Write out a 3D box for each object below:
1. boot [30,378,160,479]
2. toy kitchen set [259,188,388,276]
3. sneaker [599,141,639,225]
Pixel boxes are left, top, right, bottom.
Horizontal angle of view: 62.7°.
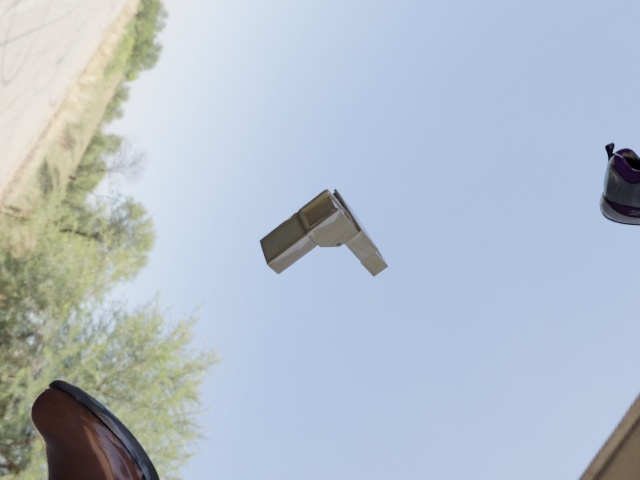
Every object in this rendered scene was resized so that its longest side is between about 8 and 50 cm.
[{"bbox_3d":[-0.245,0.276,0.374,0.096,0.280,0.264,0,-71,39],"label":"boot"},{"bbox_3d":[0.000,0.000,0.459,0.075,0.083,0.068,-37,-141,10],"label":"toy kitchen set"},{"bbox_3d":[0.430,-0.061,0.581,0.223,0.098,0.083,9,-146,40],"label":"sneaker"}]
